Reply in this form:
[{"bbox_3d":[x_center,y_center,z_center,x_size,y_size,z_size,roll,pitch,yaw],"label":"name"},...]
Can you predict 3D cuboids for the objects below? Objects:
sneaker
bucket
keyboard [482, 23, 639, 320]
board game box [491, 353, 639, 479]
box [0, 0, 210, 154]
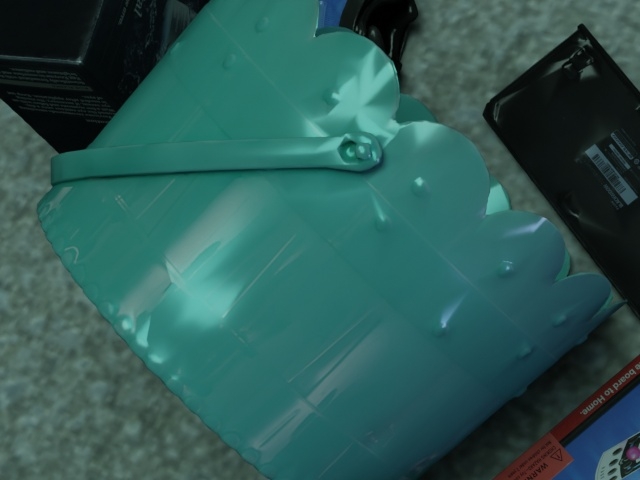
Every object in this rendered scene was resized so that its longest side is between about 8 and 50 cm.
[{"bbox_3d":[-0.001,-0.102,1.176,0.084,0.058,0.152,23,70,37],"label":"sneaker"},{"bbox_3d":[0.000,0.000,1.015,0.183,0.281,0.281,-44,59,3],"label":"bucket"},{"bbox_3d":[0.179,-0.044,1.104,0.108,0.023,0.180,-39,60,8],"label":"keyboard"},{"bbox_3d":[0.235,0.092,1.017,0.281,0.027,0.145,-41,61,0],"label":"board game box"},{"bbox_3d":[-0.124,-0.141,1.182,0.093,0.158,0.156,7,70,24],"label":"box"}]
